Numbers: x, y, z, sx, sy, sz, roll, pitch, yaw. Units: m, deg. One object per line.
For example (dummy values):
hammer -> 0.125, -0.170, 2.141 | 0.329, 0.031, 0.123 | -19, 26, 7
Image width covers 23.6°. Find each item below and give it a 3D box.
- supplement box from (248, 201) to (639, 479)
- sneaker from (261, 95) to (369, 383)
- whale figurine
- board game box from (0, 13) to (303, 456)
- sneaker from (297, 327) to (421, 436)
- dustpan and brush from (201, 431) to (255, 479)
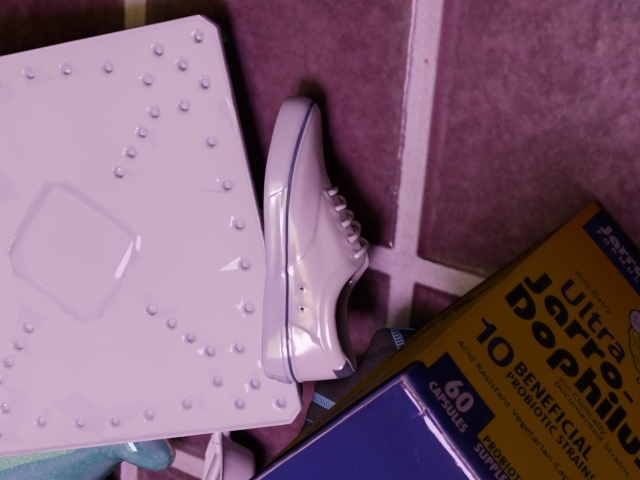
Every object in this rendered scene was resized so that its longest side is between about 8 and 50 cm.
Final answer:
supplement box -> 0.142, 0.148, 1.194 | 0.194, 0.356, 0.195 | 52, 127, 2
sneaker -> 0.000, 0.000, 1.376 | 0.091, 0.094, 0.258 | 1, 94, 10
whale figurine -> -0.285, 0.216, 1.631 | 0.272, 0.141, 0.216 | -9, 105, 37
board game box -> -0.231, 0.006, 1.485 | 0.390, 0.050, 0.390 | -9, 100, 19
sneaker -> 0.029, 0.205, 1.463 | 0.341, 0.125, 0.140 | -45, 47, 47
dustpan and brush -> -0.099, 0.225, 1.552 | 0.060, 0.147, 0.211 | 17, 93, -13
